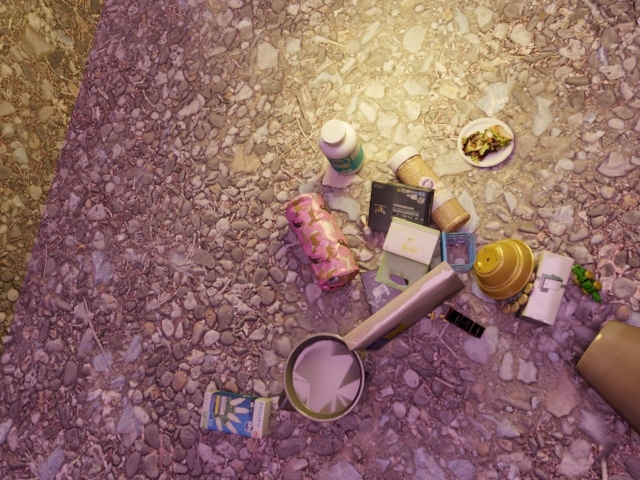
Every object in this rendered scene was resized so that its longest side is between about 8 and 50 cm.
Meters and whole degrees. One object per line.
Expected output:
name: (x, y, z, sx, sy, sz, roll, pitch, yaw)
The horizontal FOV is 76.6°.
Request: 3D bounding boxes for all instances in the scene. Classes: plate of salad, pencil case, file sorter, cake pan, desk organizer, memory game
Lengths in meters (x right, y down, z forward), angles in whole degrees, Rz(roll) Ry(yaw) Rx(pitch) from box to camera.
plate of salad: (0.623, -0.375, 1.527, 0.199, 0.048, 0.200, -3, 78, 16)
pencil case: (0.000, 0.000, 1.575, 0.160, 0.167, 0.387, -41, 66, 39)
file sorter: (0.475, 0.044, 1.413, 0.104, 0.170, 0.119, -3, 77, 14)
cake pan: (0.014, 0.475, 1.418, 0.292, 0.054, 0.294, -5, 70, 14)
desk organizer: (0.498, 0.286, 1.399, 0.130, 0.050, 0.047, 31, 88, 7)
memory game: (0.639, 0.154, 1.339, 0.012, 0.186, 0.187, 22, 84, -7)

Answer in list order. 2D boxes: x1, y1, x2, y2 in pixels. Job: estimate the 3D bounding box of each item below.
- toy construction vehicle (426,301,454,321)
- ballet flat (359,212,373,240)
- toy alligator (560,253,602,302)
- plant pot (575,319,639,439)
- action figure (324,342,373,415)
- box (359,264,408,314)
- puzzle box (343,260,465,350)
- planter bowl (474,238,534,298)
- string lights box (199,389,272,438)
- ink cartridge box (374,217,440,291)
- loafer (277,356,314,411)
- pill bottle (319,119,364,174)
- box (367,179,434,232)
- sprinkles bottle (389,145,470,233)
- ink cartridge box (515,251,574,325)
toy construction vehicle: (0.422, 0.247, 1.454, 0.098, 0.035, 0.086, 17, 83, 19)
ballet flat: (0.178, -0.055, 1.593, 0.041, 0.041, 0.115, -18, 74, 12)
toy alligator: (0.873, 0.116, 1.343, 0.051, 0.056, 0.190, -16, 66, -31)
plant pot: (0.919, 0.386, 1.156, 0.280, 0.323, 0.323, 35, 89, 37)
action figure: (0.077, 0.491, 1.476, 0.185, 0.099, 0.285, 28, 83, 27)
box: (0.245, 0.177, 1.493, 0.155, 0.093, 0.159, -19, 74, 12)
puzzle box: (0.288, 0.235, 1.351, 0.408, 0.272, 0.052, -39, 63, 11)
planter bowl: (0.582, 0.078, 1.347, 0.217, 0.090, 0.217, -44, 33, 38)
string lights box: (-0.324, 0.665, 1.562, 0.259, 0.077, 0.134, 1, 77, 17)
ink cartridge box: (0.299, 0.057, 1.412, 0.170, 0.056, 0.235, 20, 89, 20)
loafer: (-0.064, 0.530, 1.521, 0.087, 0.094, 0.251, 34, 87, -14)
pill bottle: (0.080, -0.364, 1.572, 0.146, 0.264, 0.147, -4, 76, 16)
box: (0.292, -0.116, 1.494, 0.232, 0.059, 0.184, 17, 114, 34)
sprinkles bottle: (0.403, -0.188, 1.512, 0.121, 0.121, 0.356, -36, 71, 6)
ink cartridge box: (0.725, 0.160, 1.317, 0.092, 0.160, 0.220, 19, 83, 19)
